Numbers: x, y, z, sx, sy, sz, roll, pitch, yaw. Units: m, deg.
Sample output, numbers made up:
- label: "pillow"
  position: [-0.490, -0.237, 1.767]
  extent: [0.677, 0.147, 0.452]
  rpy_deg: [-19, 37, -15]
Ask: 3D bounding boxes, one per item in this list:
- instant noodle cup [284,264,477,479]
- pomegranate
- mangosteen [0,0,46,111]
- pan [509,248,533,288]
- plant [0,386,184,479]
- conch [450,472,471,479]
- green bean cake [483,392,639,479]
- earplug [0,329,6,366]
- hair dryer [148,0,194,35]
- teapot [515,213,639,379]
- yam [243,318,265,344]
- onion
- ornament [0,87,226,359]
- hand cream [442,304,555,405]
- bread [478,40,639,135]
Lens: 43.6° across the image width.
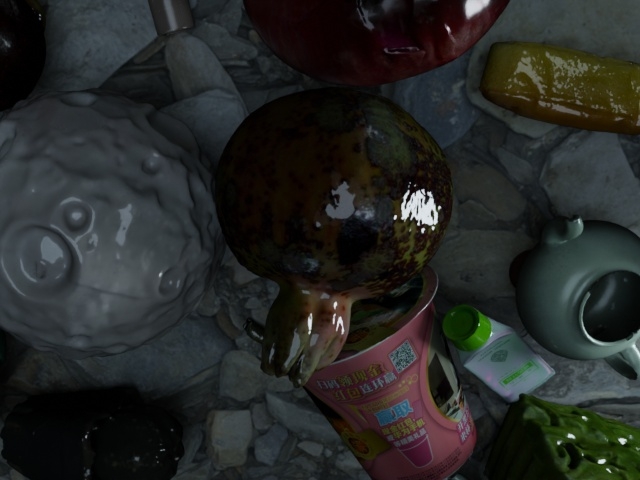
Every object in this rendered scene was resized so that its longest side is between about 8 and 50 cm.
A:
- label: "instant noodle cup"
  position: [0.092, 0.193, 1.077]
  extent: [0.244, 0.244, 0.255]
  rpy_deg: [-24, 108, 7]
- label: "pomegranate"
  position: [0.000, 0.000, 0.924]
  extent: [0.285, 0.285, 0.340]
  rpy_deg: [11, 80, -1]
- label: "mangosteen"
  position: [-0.437, -0.257, 0.994]
  extent: [0.210, 0.210, 0.209]
  rpy_deg: [0, 104, 2]
- label: "pan"
  position: [0.313, 0.027, 1.120]
  extent: [0.068, 0.023, 0.115]
  rpy_deg: [30, 103, -6]
- label: "plant"
  position: [-0.319, 0.291, 1.136]
  extent: [0.256, 0.164, 0.141]
  rpy_deg: [3, 100, 16]
- label: "conch"
  position: [0.166, 0.492, 1.155]
  extent: [0.197, 0.249, 0.368]
  rpy_deg: [17, 122, -36]
- label: "green bean cake"
  position: [0.368, 0.340, 1.076]
  extent: [0.247, 0.250, 0.156]
  rpy_deg: [18, 104, -6]
- label: "earplug"
  position: [-0.508, 0.163, 1.117]
  extent: [0.164, 0.257, 0.280]
  rpy_deg: [4, 72, 1]
- label: "hair dryer"
  position: [-0.128, -0.381, 1.028]
  extent: [0.221, 0.053, 0.195]
  rpy_deg: [-12, 104, -2]
- label: "teapot"
  position: [0.360, 0.071, 1.060]
  extent: [0.193, 0.129, 0.294]
  rpy_deg: [-33, 112, -2]
- label: "yam"
  position: [-0.059, 0.160, 1.161]
  extent: [0.130, 0.027, 0.033]
  rpy_deg: [32, 101, -5]
- label: "onion"
  position: [0.085, -0.315, 0.935]
  extent: [0.348, 0.285, 0.347]
  rpy_deg: [-10, 61, 18]
- label: "ornament"
  position: [-0.285, -0.016, 0.980]
  extent: [0.337, 0.337, 0.336]
  rpy_deg: [0, 104, 2]
- label: "hand cream"
  position: [0.240, 0.160, 1.075]
  extent: [0.079, 0.050, 0.275]
  rpy_deg: [-17, 145, 27]
- label: "bread"
  position: [0.327, -0.192, 1.031]
  extent: [0.246, 0.102, 0.094]
  rpy_deg: [10, 97, -2]
